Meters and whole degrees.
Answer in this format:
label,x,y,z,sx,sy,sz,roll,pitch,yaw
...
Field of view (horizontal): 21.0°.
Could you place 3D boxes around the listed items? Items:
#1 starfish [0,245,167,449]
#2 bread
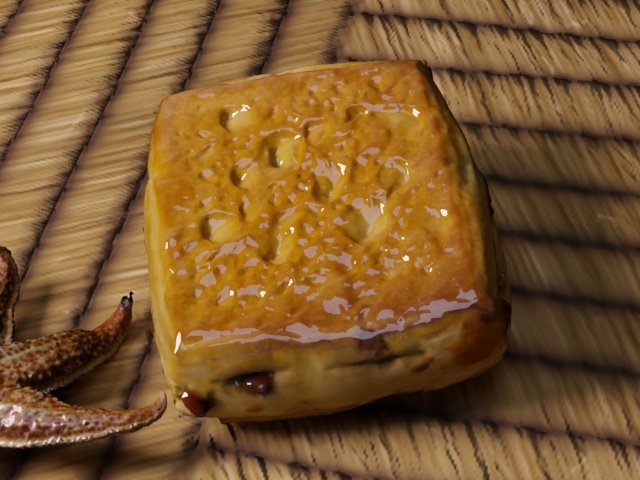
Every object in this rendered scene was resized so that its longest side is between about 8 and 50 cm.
label,x,y,z,sx,sy,sz,roll,pitch,yaw
starfish,-0.202,0.092,1.006,0.213,0.057,0.238,20,50,32
bread,0.000,0.000,1.047,0.210,0.099,0.235,-9,52,0
